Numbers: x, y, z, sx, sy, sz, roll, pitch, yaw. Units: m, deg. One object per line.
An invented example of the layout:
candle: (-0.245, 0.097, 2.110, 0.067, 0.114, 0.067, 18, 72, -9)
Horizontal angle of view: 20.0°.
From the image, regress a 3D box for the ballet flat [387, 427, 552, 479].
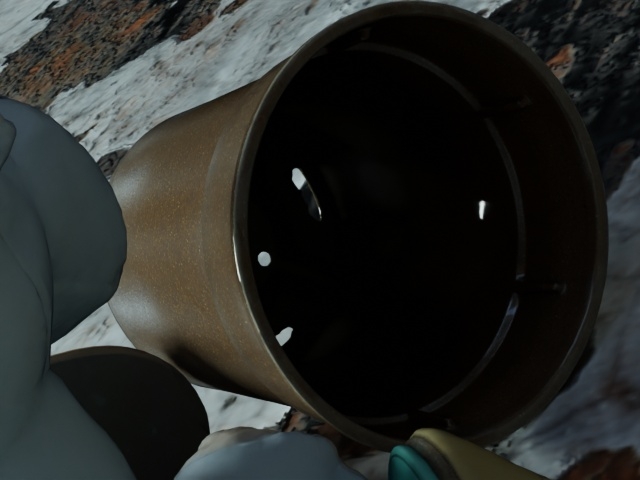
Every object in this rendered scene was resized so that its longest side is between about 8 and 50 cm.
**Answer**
ballet flat: (0.077, 0.125, 0.520, 0.073, 0.080, 0.232, -6, 26, -9)

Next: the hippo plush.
hippo plush: (-0.137, 0.081, 0.560, 0.234, 0.237, 0.294, -25, 10, 19)

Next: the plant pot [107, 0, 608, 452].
plant pot: (0.000, 0.000, 0.730, 0.167, 0.167, 0.165, -45, 19, -25)

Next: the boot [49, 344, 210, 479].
boot: (-0.183, 0.128, 0.768, 0.305, 0.112, 0.115, -32, 14, 6)
